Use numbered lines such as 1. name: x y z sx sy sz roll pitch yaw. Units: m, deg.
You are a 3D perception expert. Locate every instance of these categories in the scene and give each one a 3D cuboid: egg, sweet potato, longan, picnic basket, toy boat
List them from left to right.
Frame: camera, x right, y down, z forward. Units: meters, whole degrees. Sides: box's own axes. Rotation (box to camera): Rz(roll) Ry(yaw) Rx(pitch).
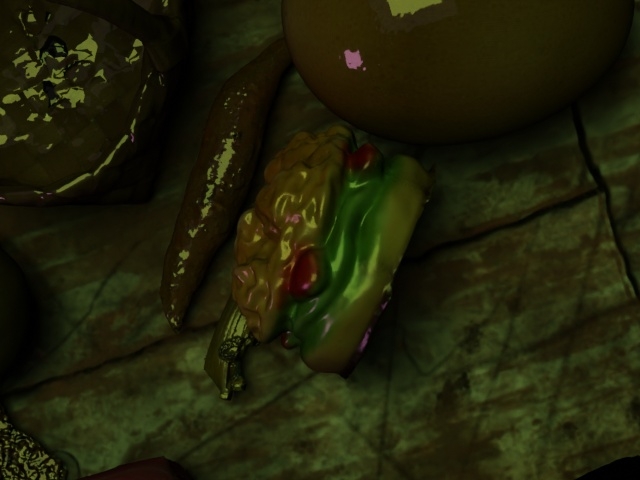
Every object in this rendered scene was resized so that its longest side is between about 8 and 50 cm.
1. longan: -0.366 0.068 1.744 0.185 0.159 0.204 -4 42 24
2. picnic basket: -0.276 -0.203 1.686 0.293 0.337 0.337 7 82 14
3. sweet potato: -0.095 -0.062 1.745 0.066 0.072 0.314 19 82 1
4. toy boat: -0.070 0.081 1.724 0.049 0.047 0.149 21 81 12
5. egg: 0.125 -0.211 1.625 0.322 0.250 0.250 -3 79 -8

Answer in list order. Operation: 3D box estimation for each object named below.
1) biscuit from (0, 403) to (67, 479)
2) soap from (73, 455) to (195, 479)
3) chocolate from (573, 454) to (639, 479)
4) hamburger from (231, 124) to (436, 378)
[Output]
1. biscuit: -0.363 0.204 1.780 0.237 0.026 0.131 0 82 14
2. soap: -0.142 0.366 1.651 0.220 0.127 0.324 -17 78 12
3. chocolate: 0.196 0.357 1.532 0.340 0.225 0.210 -35 87 5
4. hamburger: 0.000 0.000 1.620 0.149 0.237 0.237 25 86 -2
